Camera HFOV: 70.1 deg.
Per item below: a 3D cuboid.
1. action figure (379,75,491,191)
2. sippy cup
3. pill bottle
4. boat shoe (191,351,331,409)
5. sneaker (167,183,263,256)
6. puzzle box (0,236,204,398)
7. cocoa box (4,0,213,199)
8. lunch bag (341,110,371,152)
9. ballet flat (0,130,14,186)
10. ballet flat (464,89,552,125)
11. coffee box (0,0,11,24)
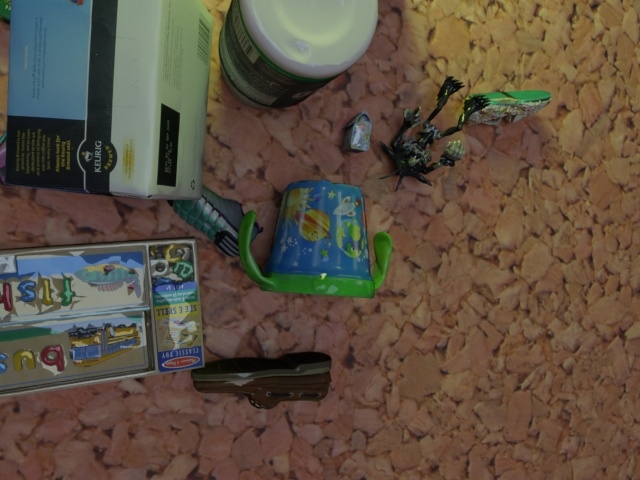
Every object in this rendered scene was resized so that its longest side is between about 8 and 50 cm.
[{"bbox_3d":[0.244,-0.235,1.023,0.164,0.141,0.275,38,89,-1],"label":"action figure"},{"bbox_3d":[0.000,0.000,0.934,0.240,0.305,0.224,1,83,23],"label":"sippy cup"},{"bbox_3d":[-0.066,-0.345,0.791,0.204,0.361,0.204,-2,96,-19],"label":"pill bottle"},{"bbox_3d":[-0.117,0.309,0.971,0.307,0.111,0.104,2,94,-19],"label":"boat shoe"},{"bbox_3d":[-0.221,-0.068,0.933,0.223,0.083,0.098,46,44,-8],"label":"sneaker"},{"bbox_3d":[-0.438,0.141,0.874,0.409,0.052,0.272,-5,98,-19],"label":"puzzle box"},{"bbox_3d":[-0.329,-0.245,0.749,0.228,0.231,0.347,5,94,4],"label":"cocoa box"},{"bbox_3d":[0.078,-0.239,1.007,0.053,0.071,0.083,8,95,-16],"label":"lunch bag"},{"bbox_3d":[-0.516,-0.195,0.809,0.079,0.077,0.221,30,90,-38],"label":"ballet flat"},{"bbox_3d":[0.459,-0.329,1.137,0.241,0.091,0.077,-7,128,-14],"label":"ballet flat"},{"bbox_3d":[-0.491,-0.455,0.802,0.113,0.040,0.184,20,88,-19],"label":"coffee box"}]
